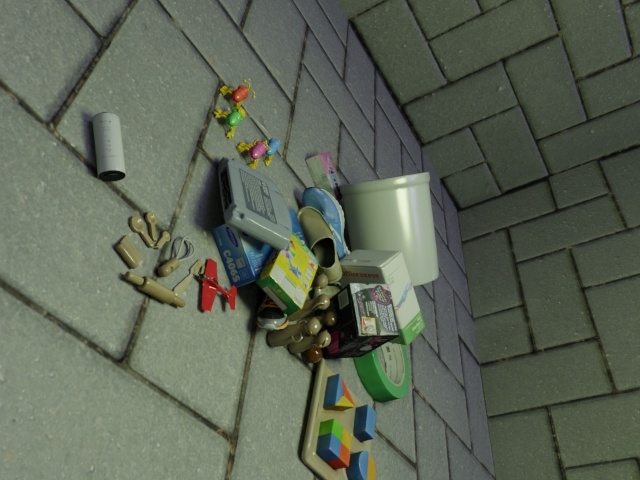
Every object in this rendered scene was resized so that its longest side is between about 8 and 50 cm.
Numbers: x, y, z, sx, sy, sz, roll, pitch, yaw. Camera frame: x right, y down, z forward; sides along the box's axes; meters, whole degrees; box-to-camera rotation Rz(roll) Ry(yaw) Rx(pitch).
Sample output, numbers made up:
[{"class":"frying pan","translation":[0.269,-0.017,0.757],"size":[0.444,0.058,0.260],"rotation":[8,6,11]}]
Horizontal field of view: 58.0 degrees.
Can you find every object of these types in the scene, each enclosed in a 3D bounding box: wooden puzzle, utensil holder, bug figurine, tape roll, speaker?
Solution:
[{"class":"wooden puzzle","translation":[0.079,0.551,1.644],"size":[0.348,0.080,0.322],"rotation":[55,28,-30]},{"class":"utensil holder","translation":[0.258,-0.037,2.110],"size":[0.327,0.327,0.385],"rotation":[-19,101,-66]},{"class":"bug figurine","translation":[-0.210,-0.341,1.744],"size":[0.279,0.072,0.216],"rotation":[58,27,-24]},{"class":"tape roll","translation":[0.215,0.404,2.045],"size":[0.321,0.077,0.321],"rotation":[45,34,-42]},{"class":"speaker","translation":[-0.434,-0.191,1.184],"size":[0.055,0.055,0.136],"rotation":[19,54,-60]}]

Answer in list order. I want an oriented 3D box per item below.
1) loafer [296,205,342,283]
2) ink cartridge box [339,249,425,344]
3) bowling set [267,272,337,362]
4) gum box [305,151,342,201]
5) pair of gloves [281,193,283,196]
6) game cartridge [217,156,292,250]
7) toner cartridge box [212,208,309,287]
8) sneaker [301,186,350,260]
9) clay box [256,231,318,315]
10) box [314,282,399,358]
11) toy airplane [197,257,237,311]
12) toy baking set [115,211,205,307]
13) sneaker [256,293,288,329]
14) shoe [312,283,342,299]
[{"class":"loafer","translation":[0.000,0.000,1.775],"size":[0.092,0.102,0.268],"rotation":[92,-25,-67]},{"class":"ink cartridge box","translation":[0.187,0.173,1.818],"size":[0.117,0.201,0.278],"rotation":[-36,114,-39]},{"class":"bowling set","translation":[-0.010,0.237,1.610],"size":[0.200,0.154,0.287],"rotation":[57,28,-25]},{"class":"gum box","translation":[0.023,-0.229,2.150],"size":[0.107,0.062,0.188],"rotation":[-28,97,-65]},{"class":"pair of gloves","translation":[-0.140,-0.140,1.807],"size":[0.083,0.010,0.074],"rotation":[49,31,-36]},{"class":"game cartridge","translation":[-0.169,-0.097,1.513],"size":[0.196,0.060,0.294],"rotation":[25,27,-29]},{"class":"toner cartridge box","translation":[-0.149,0.014,1.592],"size":[0.348,0.075,0.165],"rotation":[-19,87,-65]},{"class":"sneaker","translation":[0.013,-0.020,1.892],"size":[0.147,0.130,0.330],"rotation":[-13,84,-68]},{"class":"clay box","translation":[-0.080,0.079,1.509],"size":[0.127,0.053,0.222],"rotation":[49,29,-17]},{"class":"box","translation":[0.103,0.239,1.694],"size":[0.142,0.247,0.163],"rotation":[4,63,-26]},{"class":"toy airplane","translation":[-0.242,0.116,1.366],"size":[0.151,0.028,0.151],"rotation":[51,28,-42]},{"class":"toy baking set","translation":[-0.331,0.045,1.245],"size":[0.256,0.030,0.197],"rotation":[44,34,-43]},{"class":"sneaker","translation":[-0.118,0.159,1.511],"size":[0.215,0.084,0.083],"rotation":[-78,174,-64]},{"class":"shoe","translation":[0.041,0.163,1.868],"size":[0.219,0.076,0.058],"rotation":[-5,81,-63]}]
